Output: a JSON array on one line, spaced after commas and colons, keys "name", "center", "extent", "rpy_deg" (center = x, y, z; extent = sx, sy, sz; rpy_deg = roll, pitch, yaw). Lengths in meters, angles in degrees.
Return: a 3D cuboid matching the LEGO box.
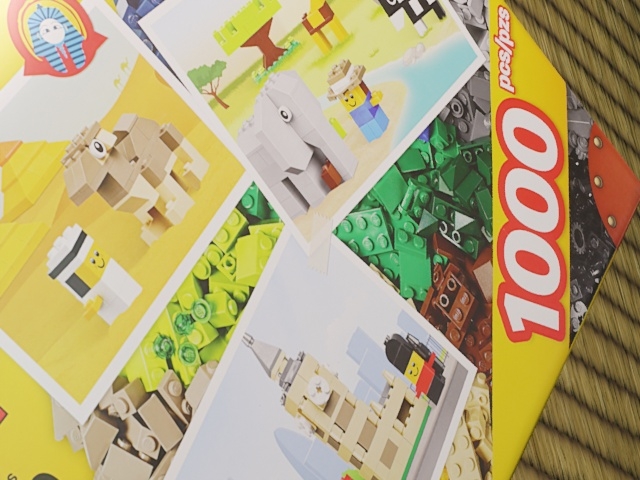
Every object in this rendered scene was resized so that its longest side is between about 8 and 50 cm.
[{"name": "LEGO box", "center": [-0.077, 0.022, 0.749], "extent": [0.372, 0.193, 0.500], "rpy_deg": [49, 49, -19]}]
